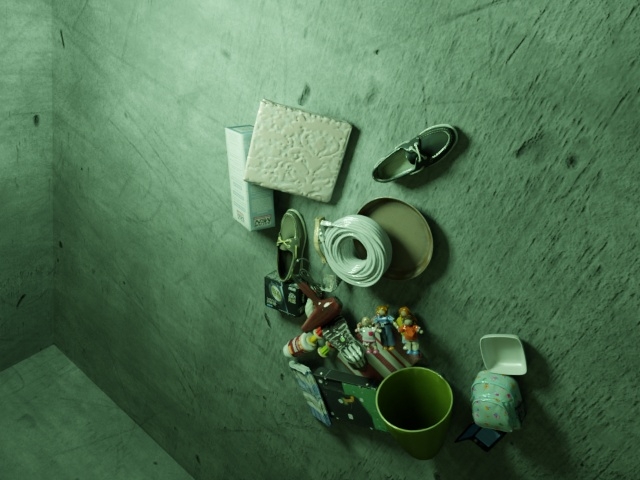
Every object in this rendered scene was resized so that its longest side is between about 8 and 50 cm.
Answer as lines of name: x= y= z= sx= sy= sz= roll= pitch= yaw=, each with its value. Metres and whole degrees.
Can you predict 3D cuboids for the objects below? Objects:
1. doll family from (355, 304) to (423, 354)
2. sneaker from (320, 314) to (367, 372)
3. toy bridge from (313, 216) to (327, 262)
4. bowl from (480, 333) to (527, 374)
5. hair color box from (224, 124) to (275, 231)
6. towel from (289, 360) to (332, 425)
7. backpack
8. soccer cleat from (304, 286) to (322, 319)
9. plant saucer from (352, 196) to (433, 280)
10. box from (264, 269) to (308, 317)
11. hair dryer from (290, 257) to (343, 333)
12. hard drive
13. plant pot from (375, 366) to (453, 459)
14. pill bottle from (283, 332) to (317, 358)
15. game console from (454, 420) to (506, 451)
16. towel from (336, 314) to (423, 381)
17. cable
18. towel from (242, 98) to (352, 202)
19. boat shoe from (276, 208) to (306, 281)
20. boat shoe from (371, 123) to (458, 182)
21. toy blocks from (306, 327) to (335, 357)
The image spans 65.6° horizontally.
doll family: x=0.264 y=0.320 z=1.827 sx=0.262 sy=0.118 sz=0.163 roll=-7 pitch=96 yaw=31
sneaker: x=0.099 y=0.418 z=1.961 sx=0.281 sy=0.106 sz=0.163 roll=53 pitch=173 yaw=51
toy bridge: x=0.000 y=0.000 z=1.919 sx=0.026 sy=0.063 sz=0.188 roll=3 pitch=112 yaw=34
bowl: x=0.614 y=0.371 z=1.656 sx=0.141 sy=0.053 sz=0.142 roll=-7 pitch=106 yaw=37
hair color box: x=-0.273 y=-0.244 z=1.932 sx=0.185 sy=0.113 sz=0.375 roll=33 pitch=130 yaw=53
towel: x=-0.048 y=0.677 z=2.213 sx=0.209 sy=0.034 sz=0.285 roll=-3 pitch=111 yaw=64
backpack: x=0.596 y=0.543 z=1.688 sx=0.165 sy=0.144 sz=0.189 roll=-2 pitch=105 yaw=41
soccer cleat: x=-0.035 y=0.262 z=2.057 sx=0.076 sy=0.068 sz=0.197 roll=15 pitch=121 yaw=33
plant saucer: x=0.255 y=-0.009 z=1.746 sx=0.310 sy=0.050 sz=0.311 roll=15 pitch=118 yaw=29
box: x=-0.146 y=0.226 z=2.110 sx=0.180 sy=0.077 sz=0.148 roll=17 pitch=118 yaw=29
hair dryer: x=-0.017 y=0.229 z=1.974 sx=0.223 sy=0.080 sz=0.294 roll=10 pitch=92 yaw=17
hard drive: x=0.142 y=0.667 z=2.087 sx=0.338 sy=0.064 sz=0.237 roll=1 pitch=117 yaw=39
plant pot: x=0.366 y=0.676 z=1.856 sx=0.274 sy=0.275 sz=0.294 roll=9 pitch=131 yaw=32
pill bottle: x=-0.093 y=0.463 z=2.169 sx=0.152 sy=0.086 sz=0.086 roll=-35 pitch=88 yaw=39
game console: x=0.582 y=0.714 z=1.806 sx=0.124 sy=0.085 sz=0.144 roll=37 pitch=127 yaw=17
towel: x=0.227 y=0.458 z=1.979 sx=0.237 sy=0.037 sz=0.329 roll=44 pitch=130 yaw=9
cable: x=0.130 y=0.036 z=1.767 sx=0.256 sy=0.089 sz=0.257 roll=0 pitch=110 yaw=34
towel: x=-0.085 y=-0.309 z=1.755 sx=0.331 sy=0.053 sz=0.317 roll=14 pitch=121 yaw=-7
boat shoe: x=-0.126 y=0.025 z=1.999 sx=0.109 sy=0.091 sz=0.305 roll=17 pitch=119 yaw=28
boat shoe: x=0.294 y=-0.265 z=1.579 sx=0.302 sy=0.091 sz=0.114 roll=-34 pitch=89 yaw=40
toy blocks: x=0.030 y=0.406 z=2.080 sx=0.123 sy=0.054 sz=0.148 roll=44 pitch=114 yaw=1
